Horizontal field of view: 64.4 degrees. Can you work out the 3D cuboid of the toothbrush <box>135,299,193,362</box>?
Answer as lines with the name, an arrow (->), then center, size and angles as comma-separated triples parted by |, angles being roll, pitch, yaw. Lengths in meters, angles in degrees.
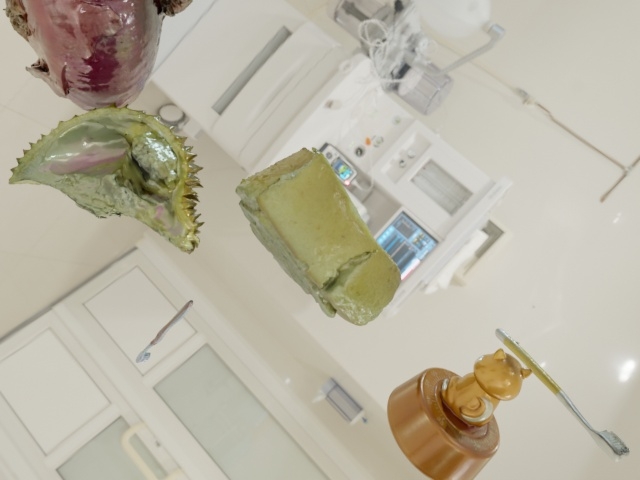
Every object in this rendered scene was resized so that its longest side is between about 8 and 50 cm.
toothbrush -> -0.246, 0.146, 0.801 | 0.019, 0.013, 0.193 | 10, 136, -41

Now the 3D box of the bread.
bread -> 0.000, 0.000, 0.675 | 0.124, 0.257, 0.186 | -38, 174, -8

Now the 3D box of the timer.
timer -> 0.170, 0.179, 0.572 | 0.132, 0.132, 0.152 | -23, 153, -56

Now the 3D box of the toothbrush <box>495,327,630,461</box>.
toothbrush -> 0.355, 0.219, 0.780 | 0.024, 0.288, 0.021 | -13, 118, -10

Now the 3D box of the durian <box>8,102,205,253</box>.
durian -> -0.280, -0.093, 0.739 | 0.166, 0.306, 0.172 | -42, 158, -56

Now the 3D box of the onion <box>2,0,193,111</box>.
onion -> -0.346, -0.384, 0.810 | 0.285, 0.347, 0.347 | -16, 153, -21
